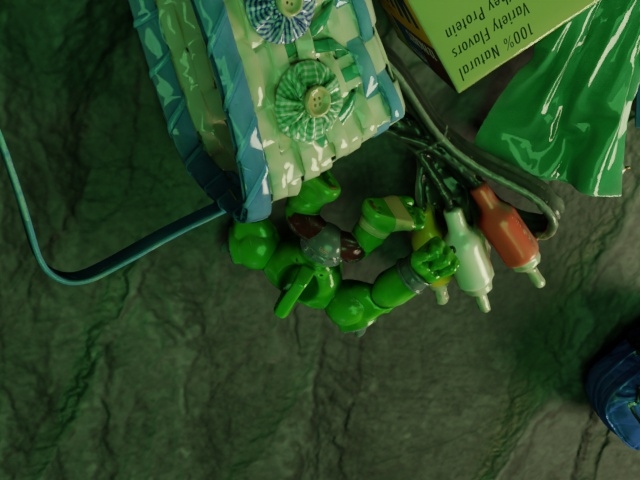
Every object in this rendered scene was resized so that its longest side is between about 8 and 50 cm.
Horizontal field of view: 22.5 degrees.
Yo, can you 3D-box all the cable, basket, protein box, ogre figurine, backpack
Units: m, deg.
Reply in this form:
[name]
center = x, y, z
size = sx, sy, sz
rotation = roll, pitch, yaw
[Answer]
[cable]
center = 0.101, -0.056, 1.313
size = 0.139, 0.072, 0.287
rotation = -14, 132, 27
[basket]
center = -0.104, -0.131, 1.138
size = 0.289, 0.201, 0.255
rotation = -23, 114, -10
[protein box]
center = 0.117, -0.260, 1.190
size = 0.200, 0.136, 0.201
rotation = -34, 122, -1
[ogre figurine]
center = 0.000, 0.000, 1.303
size = 0.197, 0.097, 0.118
rotation = 23, 120, -19
[backpack]
center = 0.311, 0.134, 1.487
size = 0.120, 0.101, 0.098
rotation = -34, 116, 4

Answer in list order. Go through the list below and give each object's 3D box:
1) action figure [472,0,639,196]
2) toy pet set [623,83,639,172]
[action figure]
center = 0.220, -0.158, 1.316
size = 0.137, 0.063, 0.232
rotation = 12, 117, -11
[toy pet set]
center = 0.304, -0.091, 1.386
size = 0.122, 0.065, 0.114
rotation = -10, 119, -15
